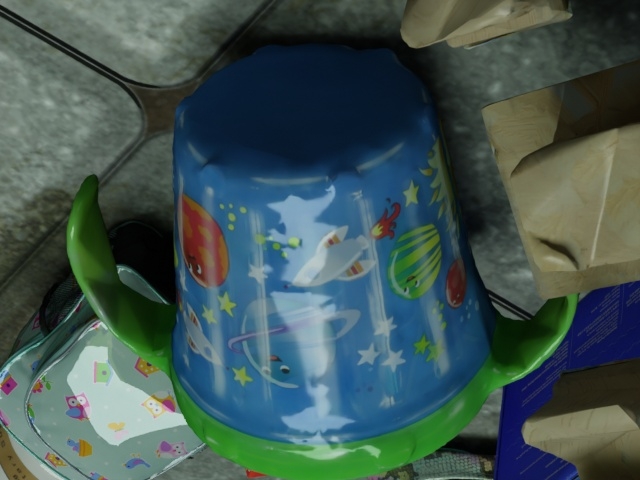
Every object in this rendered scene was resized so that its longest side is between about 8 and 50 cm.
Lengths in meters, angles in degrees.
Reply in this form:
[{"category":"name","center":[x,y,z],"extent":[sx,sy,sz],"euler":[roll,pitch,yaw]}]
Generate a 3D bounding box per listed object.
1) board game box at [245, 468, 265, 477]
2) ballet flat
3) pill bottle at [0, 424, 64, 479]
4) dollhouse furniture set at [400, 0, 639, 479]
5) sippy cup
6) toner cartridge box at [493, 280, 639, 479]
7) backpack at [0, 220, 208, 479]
[{"category":"board game box","center":[0.023,0.115,1.250],"extent":[0.146,0.045,0.193],"euler":[-5,145,-19]},{"category":"ballet flat","center":[0.142,0.222,1.361],"extent":[0.221,0.079,0.077],"euler":[-2,140,16]},{"category":"pill bottle","center":[-0.259,0.196,1.386],"extent":[0.131,0.131,0.229],"euler":[30,137,-21]},{"category":"dollhouse furniture set","center":[0.287,-0.069,0.830],"extent":[0.394,0.256,0.362],"euler":[-14,97,36]},{"category":"sippy cup","center":[0.000,0.000,1.038],"extent":[0.305,0.240,0.224],"euler":[-20,130,-16]},{"category":"toner cartridge box","center":[0.245,0.088,1.113],"extent":[0.075,0.165,0.348],"euler":[23,139,-15]},{"category":"backpack","center":[-0.157,0.107,1.215],"extent":[0.188,0.144,0.166],"euler":[-38,111,28]}]
